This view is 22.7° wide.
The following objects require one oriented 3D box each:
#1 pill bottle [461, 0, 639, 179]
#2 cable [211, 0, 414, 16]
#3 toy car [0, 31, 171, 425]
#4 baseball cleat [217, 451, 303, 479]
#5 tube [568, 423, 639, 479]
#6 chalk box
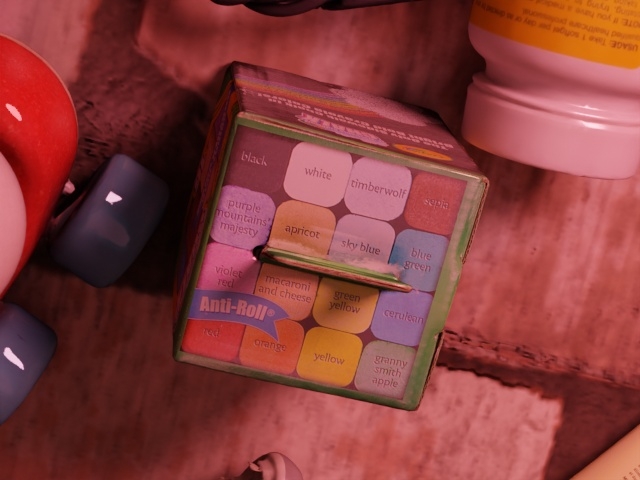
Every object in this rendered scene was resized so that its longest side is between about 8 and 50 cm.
[{"bbox_3d":[0.145,-0.145,0.843,0.119,0.119,0.209,11,105,-7],"label":"pill bottle"},{"bbox_3d":[-0.001,-0.195,0.837,0.184,0.047,0.151,-4,94,12],"label":"cable"},{"bbox_3d":[-0.215,0.002,0.799,0.219,0.238,0.210,37,101,-13],"label":"toy car"},{"bbox_3d":[-0.034,0.224,0.974,0.109,0.072,0.206,17,110,-23],"label":"baseball cleat"},{"bbox_3d":[0.169,0.177,0.975,0.240,0.062,0.070,-36,149,2],"label":"tube"},{"bbox_3d":[0.000,0.000,0.825,0.132,0.213,0.132,14,105,-8],"label":"chalk box"}]
